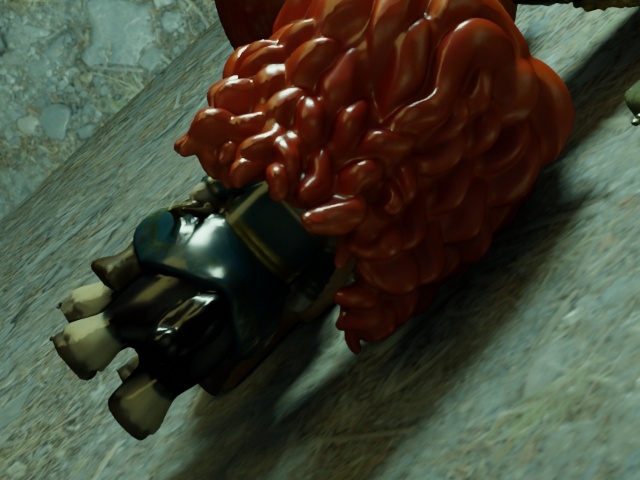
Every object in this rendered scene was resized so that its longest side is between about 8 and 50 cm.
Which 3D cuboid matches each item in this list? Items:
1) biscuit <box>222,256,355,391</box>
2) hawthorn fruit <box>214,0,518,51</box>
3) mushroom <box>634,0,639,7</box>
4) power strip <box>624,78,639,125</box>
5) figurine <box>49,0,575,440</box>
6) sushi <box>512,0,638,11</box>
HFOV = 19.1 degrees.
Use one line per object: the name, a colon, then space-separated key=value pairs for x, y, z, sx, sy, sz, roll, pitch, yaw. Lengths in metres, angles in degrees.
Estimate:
biscuit: x=0.000 y=0.000 z=1.596 sx=0.306 sy=0.043 sz=0.284 roll=-35 pitch=15 yaw=24
hawthorn fruit: x=0.043 y=-0.229 z=1.746 sx=0.284 sy=0.284 sz=0.284 roll=-38 pitch=14 yaw=11
mushroom: x=0.317 y=-0.252 z=1.178 sx=0.290 sy=0.292 sz=0.292 roll=-9 pitch=7 yaw=-14
power strip: x=0.274 y=-0.131 z=1.297 sx=0.169 sy=0.028 sz=0.076 roll=-42 pitch=14 yaw=-9
figurine: x=-0.019 y=-0.024 z=1.375 sx=0.412 sy=0.241 sz=0.306 roll=-41 pitch=-8 yaw=34
sushi: x=0.201 y=-0.206 z=1.500 sx=0.279 sy=0.043 sz=0.192 roll=-5 pitch=13 yaw=-4
